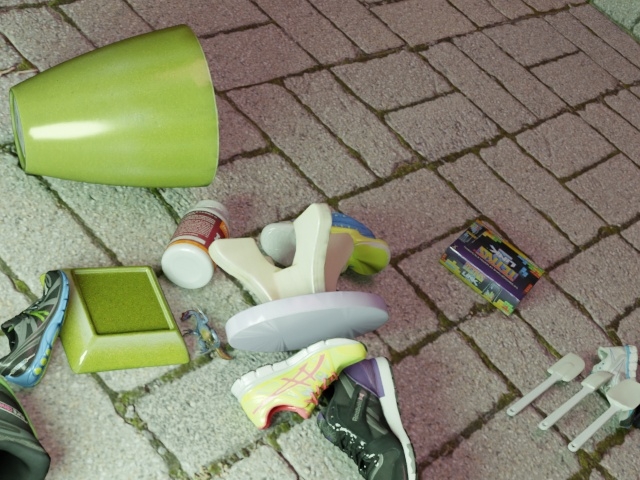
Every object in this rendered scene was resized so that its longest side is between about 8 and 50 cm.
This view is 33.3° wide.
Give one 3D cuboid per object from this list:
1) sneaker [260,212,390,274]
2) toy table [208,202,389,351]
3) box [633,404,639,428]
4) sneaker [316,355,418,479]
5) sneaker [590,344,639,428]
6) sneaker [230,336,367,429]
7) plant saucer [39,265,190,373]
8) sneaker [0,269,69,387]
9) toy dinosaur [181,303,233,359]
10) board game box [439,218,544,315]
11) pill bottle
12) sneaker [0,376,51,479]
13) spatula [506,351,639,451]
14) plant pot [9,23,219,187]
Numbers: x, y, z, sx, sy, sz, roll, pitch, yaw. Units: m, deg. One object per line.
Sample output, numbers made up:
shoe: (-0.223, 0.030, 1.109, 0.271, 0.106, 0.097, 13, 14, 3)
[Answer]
sneaker: (0.000, 0.000, 1.883, 0.240, 0.091, 0.126, 14, 22, -21)
toy table: (-0.036, 0.069, 1.661, 0.274, 0.252, 0.161, 5, 60, -44)
box: (0.771, 0.285, 1.983, 0.296, 0.183, 0.294, 33, 39, 4)
sneaker: (0.058, 0.296, 1.578, 0.124, 0.107, 0.283, 0, 41, -13)
sneaker: (0.535, 0.265, 1.953, 0.083, 0.071, 0.191, 9, 39, 5)
sneaker: (-0.021, 0.213, 1.572, 0.208, 0.081, 0.094, -25, 68, -1)
plant saucer: (-0.297, 0.102, 1.580, 0.188, 0.045, 0.188, -1, 47, -35)
sneaker: (-0.396, 0.112, 1.473, 0.078, 0.067, 0.188, 18, 51, -6)
toy dinosaur: (-0.182, 0.141, 1.637, 0.090, 0.047, 0.082, 56, 2, -37)
board game box: (0.332, 0.049, 2.062, 0.170, 0.048, 0.141, 38, 37, 10)
pill bottle: (-0.196, 0.001, 1.729, 0.086, 0.086, 0.152, 26, 38, -7)
sneaker: (-0.481, 0.293, 1.129, 0.202, 0.185, 0.483, 38, 39, 16)
spatula: (0.446, 0.276, 1.853, 0.168, 0.019, 0.242, 30, 37, 31)
plant pot: (-0.347, -0.200, 1.747, 0.293, 0.275, 0.275, -11, 51, -20)
